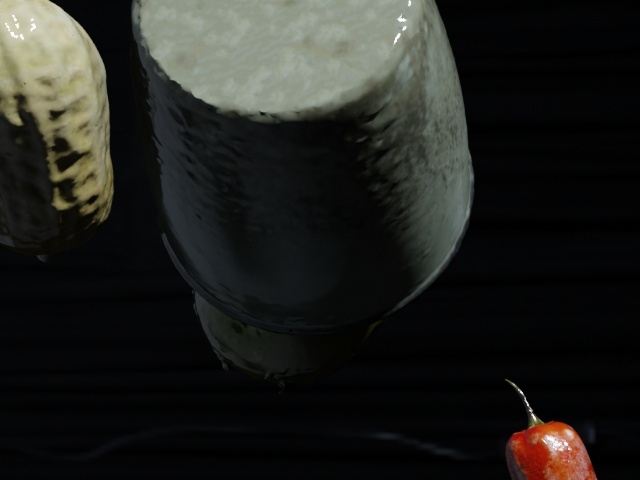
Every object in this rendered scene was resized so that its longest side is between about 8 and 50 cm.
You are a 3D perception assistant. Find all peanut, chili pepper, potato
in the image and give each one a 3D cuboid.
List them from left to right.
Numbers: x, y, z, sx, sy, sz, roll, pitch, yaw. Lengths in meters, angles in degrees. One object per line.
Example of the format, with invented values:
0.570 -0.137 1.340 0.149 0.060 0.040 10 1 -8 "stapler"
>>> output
-0.282 -0.095 1.422 0.158 0.174 0.340 -38 143 -34 "peanut"
0.003 -0.018 1.553 0.359 0.219 0.269 -49 148 -44 "potato"
0.245 0.237 1.606 0.084 0.086 0.192 67 -1 -75 "chili pepper"

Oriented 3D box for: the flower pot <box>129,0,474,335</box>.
-0.024 -0.111 1.214 0.330 0.294 0.293 74 24 -65 "flower pot"
